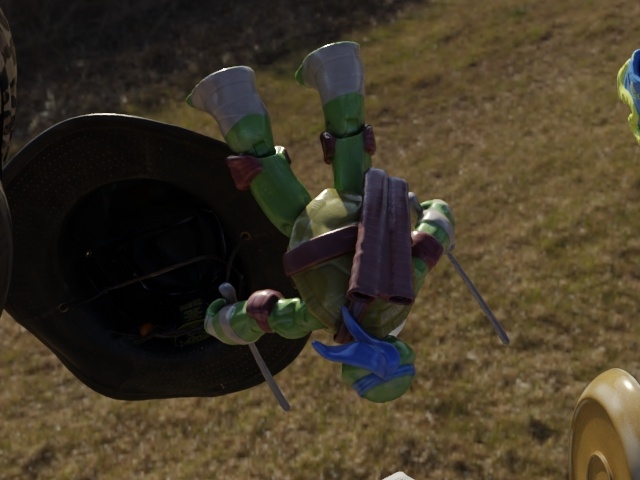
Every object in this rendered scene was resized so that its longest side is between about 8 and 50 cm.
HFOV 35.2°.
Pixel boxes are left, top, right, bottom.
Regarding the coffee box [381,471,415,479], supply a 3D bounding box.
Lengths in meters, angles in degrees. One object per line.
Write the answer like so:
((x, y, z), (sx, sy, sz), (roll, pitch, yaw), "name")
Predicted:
((0.111, 0.492, 1.047), (0.338, 0.337, 0.334), (20, 12, 28), "coffee box")

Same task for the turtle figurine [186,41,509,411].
((0.000, 0.000, 0.799), (0.198, 0.266, 0.275), (-20, -8, 19), "turtle figurine")

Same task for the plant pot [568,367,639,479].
((0.284, 0.243, 0.977), (0.032, 0.236, 0.236), (-3, 33, -5), "plant pot")

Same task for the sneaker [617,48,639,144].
((0.497, -0.174, 1.457), (0.091, 0.126, 0.240), (-27, 66, 5), "sneaker")

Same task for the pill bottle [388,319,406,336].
((0.023, 0.045, 1.069), (0.086, 0.152, 0.086), (-31, 34, 24), "pill bottle")

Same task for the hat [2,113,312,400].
((-0.154, -0.001, 0.984), (0.331, 0.331, 0.134), (1, 34, 0), "hat")

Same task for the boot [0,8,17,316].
((-0.264, 0.045, 0.540), (0.138, 0.377, 0.284), (19, 26, -24), "boot")
